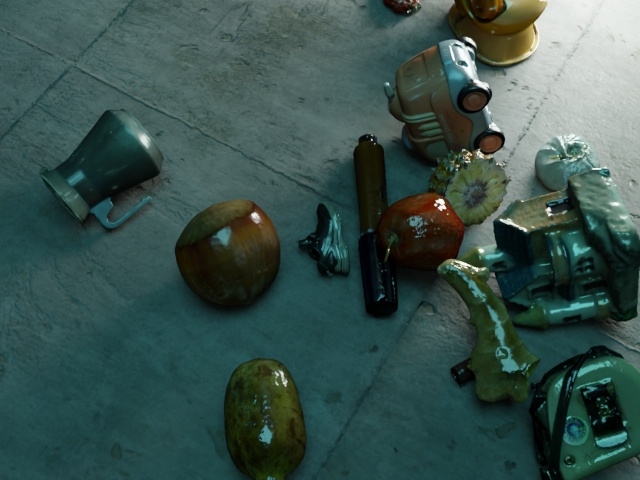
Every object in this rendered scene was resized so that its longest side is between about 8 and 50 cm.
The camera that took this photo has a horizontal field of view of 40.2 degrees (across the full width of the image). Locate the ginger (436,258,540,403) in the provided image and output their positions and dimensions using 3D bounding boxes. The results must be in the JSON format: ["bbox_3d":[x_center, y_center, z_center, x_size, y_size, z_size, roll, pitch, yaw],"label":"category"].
[{"bbox_3d":[0.304,0.168,1.630,0.131,0.086,0.295,-29,76,12],"label":"ginger"}]

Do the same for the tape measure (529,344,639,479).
[{"bbox_3d":[0.467,0.307,1.546,0.235,0.115,0.207,-23,86,-1],"label":"tape measure"}]

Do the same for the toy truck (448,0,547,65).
[{"bbox_3d":[0.410,-0.577,2.039,0.204,0.212,0.288,-21,66,-12],"label":"toy truck"}]

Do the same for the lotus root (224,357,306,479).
[{"bbox_3d":[-0.100,0.334,1.567,0.145,0.128,0.260,-14,55,8],"label":"lotus root"}]

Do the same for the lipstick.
[{"bbox_3d":[0.111,-0.043,1.810,0.077,0.077,0.419,-2,59,-1],"label":"lipstick"}]

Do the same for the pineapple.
[{"bbox_3d":[0.285,-0.123,1.830,0.176,0.161,0.137,-52,36,8],"label":"pineapple"}]

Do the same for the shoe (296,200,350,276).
[{"bbox_3d":[0.000,0.000,1.793,0.099,0.071,0.169,-14,64,-4],"label":"shoe"}]

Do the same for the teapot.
[{"bbox_3d":[-0.448,-0.141,1.835,0.225,0.171,0.203,-41,98,-13],"label":"teapot"}]

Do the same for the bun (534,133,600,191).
[{"bbox_3d":[0.532,-0.169,1.876,0.140,0.083,0.141,0,63,1],"label":"bun"}]

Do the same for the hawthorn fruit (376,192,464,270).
[{"bbox_3d":[0.174,-0.013,1.696,0.203,0.163,0.163,-5,56,-36],"label":"hawthorn fruit"}]

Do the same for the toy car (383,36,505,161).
[{"bbox_3d":[0.259,-0.280,1.857,0.212,0.270,0.181,-18,46,15],"label":"toy car"}]

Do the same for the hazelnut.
[{"bbox_3d":[-0.178,0.028,1.719,0.214,0.176,0.214,0,88,-7],"label":"hazelnut"}]

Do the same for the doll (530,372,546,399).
[{"bbox_3d":[0.480,0.283,1.631,0.169,0.057,0.109,0,66,-3],"label":"doll"}]

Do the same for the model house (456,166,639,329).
[{"bbox_3d":[0.416,0.049,1.665,0.324,0.267,0.194,-12,47,7],"label":"model house"}]

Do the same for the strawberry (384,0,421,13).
[{"bbox_3d":[0.199,-0.618,2.156,0.103,0.048,0.152,-13,64,-11],"label":"strawberry"}]

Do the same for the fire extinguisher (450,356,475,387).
[{"bbox_3d":[0.314,0.230,1.674,0.132,0.039,0.056,-26,96,-14],"label":"fire extinguisher"}]
